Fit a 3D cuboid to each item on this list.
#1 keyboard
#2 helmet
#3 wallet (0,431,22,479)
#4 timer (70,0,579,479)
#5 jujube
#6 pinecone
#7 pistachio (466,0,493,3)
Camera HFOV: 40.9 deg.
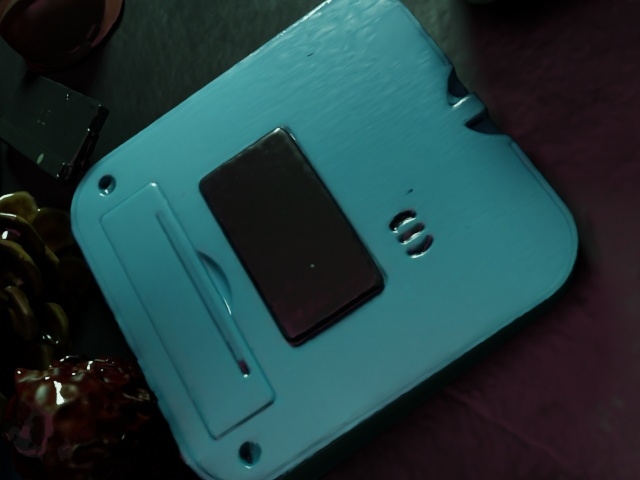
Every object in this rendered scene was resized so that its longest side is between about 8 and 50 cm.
[{"bbox_3d":[-0.195,-0.083,0.611,0.195,0.018,0.060,28,90,54],"label":"keyboard"},{"bbox_3d":[-0.211,-0.184,0.655,0.111,0.057,0.089,-27,68,22],"label":"helmet"},{"bbox_3d":[-0.172,0.205,0.529,0.202,0.141,0.059,33,124,28],"label":"wallet"},{"bbox_3d":[0.000,0.000,0.520,0.250,0.091,0.232,-35,67,7],"label":"timer"},{"bbox_3d":[-0.131,0.120,0.510,0.104,0.166,0.104,0,84,3],"label":"jujube"},{"bbox_3d":[-0.252,0.054,0.555,0.185,0.168,0.212,-41,27,10],"label":"pinecone"},{"bbox_3d":[0.116,-0.242,0.449,0.137,0.153,0.238,27,100,-11],"label":"pistachio"}]
